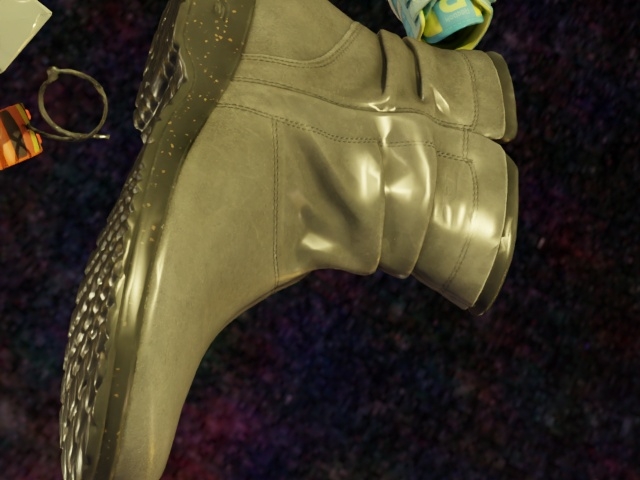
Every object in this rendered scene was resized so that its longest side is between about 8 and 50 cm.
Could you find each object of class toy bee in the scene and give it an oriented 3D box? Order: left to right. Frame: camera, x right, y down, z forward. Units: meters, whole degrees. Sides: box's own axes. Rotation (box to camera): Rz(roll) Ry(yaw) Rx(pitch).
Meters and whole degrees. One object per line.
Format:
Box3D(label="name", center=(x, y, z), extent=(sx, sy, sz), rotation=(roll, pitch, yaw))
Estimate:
Box3D(label="toy bee", center=(-0.327, -0.072, 1.365), extent=(0.298, 0.162, 0.195), rotation=(0, 101, 5))

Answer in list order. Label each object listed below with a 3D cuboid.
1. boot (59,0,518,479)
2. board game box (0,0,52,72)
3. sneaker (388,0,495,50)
Box3D(label="boot", center=(0.000, 0.000, 0.772), extent=(0.223, 0.338, 0.118), rotation=(20, 152, -14))
Box3D(label="board game box", center=(-0.461, -0.321, 1.599), extent=(0.224, 0.097, 0.303), rotation=(41, 178, -42))
Box3D(label="sneaker", center=(0.125, -0.354, 1.717), extent=(0.127, 0.208, 0.319), rotation=(-23, 129, 2))
